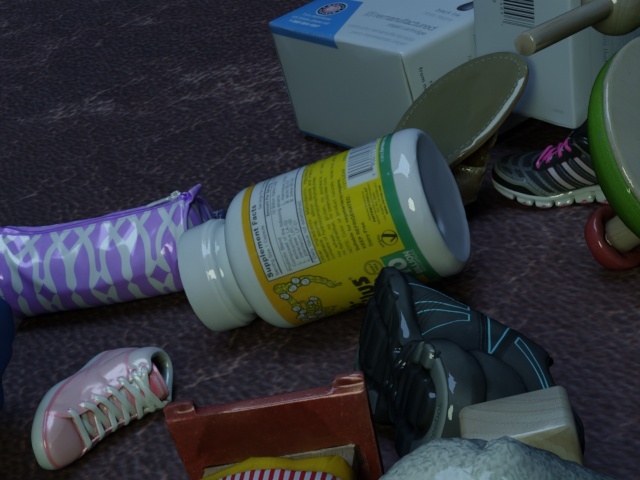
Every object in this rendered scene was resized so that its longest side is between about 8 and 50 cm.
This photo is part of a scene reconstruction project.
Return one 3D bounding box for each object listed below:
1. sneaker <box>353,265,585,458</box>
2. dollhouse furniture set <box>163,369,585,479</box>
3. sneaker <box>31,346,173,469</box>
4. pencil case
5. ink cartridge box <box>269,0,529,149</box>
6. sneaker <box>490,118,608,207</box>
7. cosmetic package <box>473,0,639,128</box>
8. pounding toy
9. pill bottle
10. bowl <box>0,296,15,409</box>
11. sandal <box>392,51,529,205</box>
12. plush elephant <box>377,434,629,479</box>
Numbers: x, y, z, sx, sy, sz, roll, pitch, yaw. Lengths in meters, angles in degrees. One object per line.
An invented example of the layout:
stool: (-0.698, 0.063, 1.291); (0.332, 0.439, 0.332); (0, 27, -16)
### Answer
sneaker: (0.089, 0.092, 0.993); (0.106, 0.101, 0.267); (11, 14, -12)
dollhouse furniture set: (0.097, 0.163, 0.745); (0.374, 0.152, 0.201); (-12, 26, 11)
sneaker: (-0.155, 0.118, 1.107); (0.070, 0.051, 0.134); (-9, 22, 28)
pencil case: (-0.186, 0.012, 1.298); (0.206, 0.088, 0.086); (-12, 24, 13)
ink cartridge box: (0.143, -0.204, 1.476); (0.307, 0.129, 0.223); (-30, 28, -25)
sneaker: (0.215, -0.071, 1.230); (0.170, 0.075, 0.063); (2, 32, 35)
cosmetic package: (0.261, -0.238, 1.317); (0.224, 0.224, 0.138); (-17, 23, -29)
pounding toy: (0.228, -0.069, 1.111); (0.183, 0.237, 0.110); (-38, 1, -41)
pill bottle: (0.000, 0.000, 1.158); (0.208, 0.118, 0.117); (-19, 24, 19)
bowl: (-0.404, 0.107, 1.028); (0.391, 0.077, 0.391); (-9, -11, -2)
sandal: (0.096, -0.052, 1.275); (0.240, 0.079, 0.088); (-48, 46, -10)
plush elephant: (0.188, 0.203, 0.498); (0.272, 0.330, 0.255); (-23, 48, 33)
